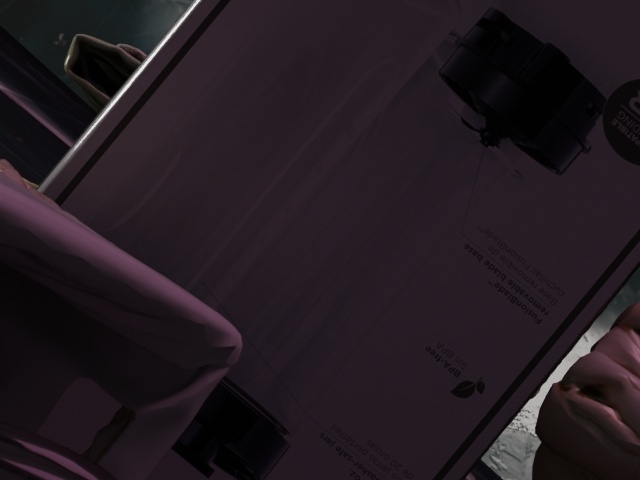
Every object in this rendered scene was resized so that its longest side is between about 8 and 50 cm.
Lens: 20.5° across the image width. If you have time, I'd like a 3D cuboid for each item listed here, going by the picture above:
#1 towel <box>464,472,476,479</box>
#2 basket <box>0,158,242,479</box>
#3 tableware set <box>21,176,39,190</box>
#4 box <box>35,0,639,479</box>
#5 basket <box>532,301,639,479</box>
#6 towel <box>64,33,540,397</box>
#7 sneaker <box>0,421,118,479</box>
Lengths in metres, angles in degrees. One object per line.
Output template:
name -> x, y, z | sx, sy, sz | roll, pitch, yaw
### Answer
towel -> -0.040, 0.081, 1.300 | 0.320, 0.090, 0.374 | 43, 1, -7
basket -> -0.116, 0.021, 0.449 | 0.103, 0.113, 0.167 | 39, 0, 27
tableware set -> -0.236, -0.057, 1.185 | 0.141, 0.020, 0.169 | 26, -7, 38
box -> 0.000, 0.000, 0.601 | 0.169, 0.290, 0.087 | 38, 0, -4
basket -> 0.256, 0.148, 0.661 | 0.331, 0.266, 0.328 | 38, -33, 27
towel -> -0.009, 0.002, 1.071 | 0.312, 0.056, 0.324 | 41, -4, 4
sneaker -> -0.007, 0.122, 0.293 | 0.296, 0.104, 0.147 | 38, 4, -1
